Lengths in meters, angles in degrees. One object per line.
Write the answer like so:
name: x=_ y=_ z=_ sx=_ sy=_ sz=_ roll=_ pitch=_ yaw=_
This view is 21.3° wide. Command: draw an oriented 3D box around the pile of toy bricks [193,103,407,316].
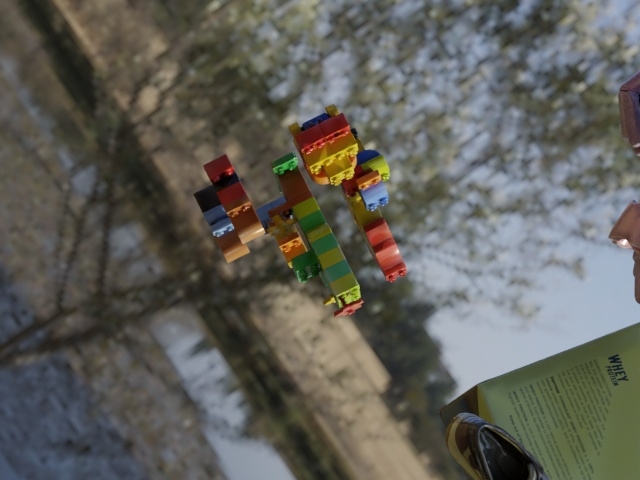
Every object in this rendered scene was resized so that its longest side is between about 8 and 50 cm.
pile of toy bricks: x=0.000 y=0.000 z=1.073 sx=0.105 sy=0.118 sz=0.212 roll=63 pitch=-1 yaw=13

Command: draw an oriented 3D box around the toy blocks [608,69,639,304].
toy blocks: x=0.385 y=0.017 z=1.494 sx=0.288 sy=0.260 sz=0.309 roll=23 pitch=-5 yaw=22

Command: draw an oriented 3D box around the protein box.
protein box: x=0.264 y=0.217 z=1.737 sx=0.200 sy=0.201 sz=0.136 roll=67 pitch=-18 yaw=11

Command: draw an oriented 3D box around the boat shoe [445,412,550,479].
boat shoe: x=0.171 y=0.213 z=1.498 sx=0.152 sy=0.056 sz=0.049 roll=43 pitch=-14 yaw=-17
